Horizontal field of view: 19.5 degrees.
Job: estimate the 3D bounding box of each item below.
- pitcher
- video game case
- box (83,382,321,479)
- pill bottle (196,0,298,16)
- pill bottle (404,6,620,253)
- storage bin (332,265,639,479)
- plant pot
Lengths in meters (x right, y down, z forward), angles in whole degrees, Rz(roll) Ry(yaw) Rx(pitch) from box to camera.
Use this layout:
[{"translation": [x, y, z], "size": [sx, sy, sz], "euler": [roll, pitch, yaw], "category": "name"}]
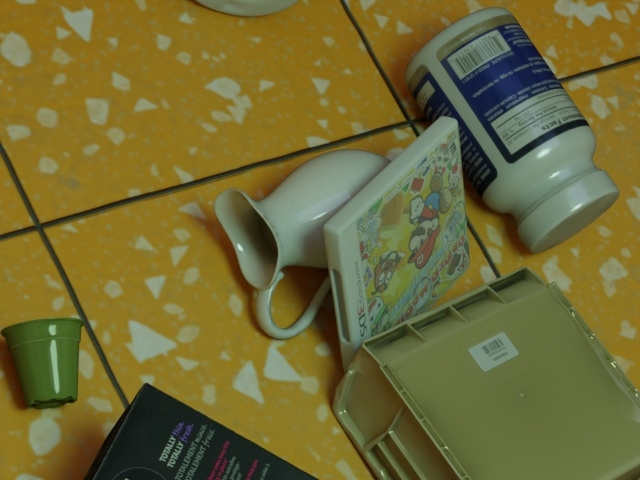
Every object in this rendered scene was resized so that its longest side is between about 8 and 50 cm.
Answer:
[{"translation": [0.000, 0.000, 2.025], "size": [0.207, 0.125, 0.177], "euler": [-21, 108, -37], "category": "pitcher"}, {"translation": [0.087, 0.008, 2.013], "size": [0.026, 0.206, 0.227], "euler": [19, 45, 31], "category": "video game case"}, {"translation": [-0.103, 0.288, 1.777], "size": [0.270, 0.143, 0.165], "euler": [30, 51, -5], "category": "box"}, {"translation": [-0.085, -0.421, 2.200], "size": [0.161, 0.161, 0.283], "euler": [12, 57, -19], "category": "pill bottle"}, {"translation": [0.226, -0.127, 2.176], "size": [0.153, 0.153, 0.264], "euler": [-22, 73, -34], "category": "pill bottle"}, {"translation": [0.190, 0.191, 1.976], "size": [0.262, 0.123, 0.260], "euler": [-23, 67, -33], "category": "storage bin"}, {"translation": [-0.270, 0.124, 1.845], "size": [0.083, 0.083, 0.079], "euler": [-3, 75, -27], "category": "plant pot"}]
